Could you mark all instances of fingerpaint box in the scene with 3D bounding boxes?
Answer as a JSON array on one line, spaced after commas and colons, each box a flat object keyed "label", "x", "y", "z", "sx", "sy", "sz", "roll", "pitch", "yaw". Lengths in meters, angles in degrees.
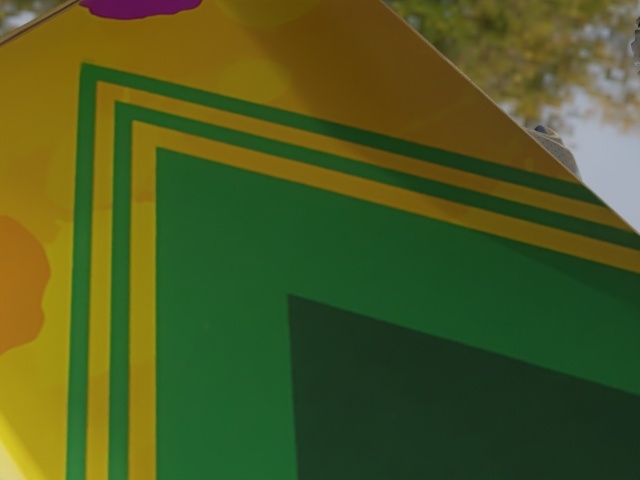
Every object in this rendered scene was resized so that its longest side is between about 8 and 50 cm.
[{"label": "fingerpaint box", "x": 0.056, "y": 0.183, "z": 0.599, "sx": 0.163, "sy": 0.444, "sz": 0.371, "roll": -32, "pitch": -129, "yaw": -13}]

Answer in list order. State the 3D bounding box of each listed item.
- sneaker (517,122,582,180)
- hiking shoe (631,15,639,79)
[{"label": "sneaker", "x": 0.000, "y": 0.000, "z": 1.196, "sx": 0.323, "sy": 0.130, "sz": 0.236, "roll": 3, "pitch": -128, "yaw": 12}, {"label": "hiking shoe", "x": 0.249, "y": -0.073, "z": 1.134, "sx": 0.086, "sy": 0.114, "sz": 0.226, "roll": 37, "pitch": -148, "yaw": -39}]
